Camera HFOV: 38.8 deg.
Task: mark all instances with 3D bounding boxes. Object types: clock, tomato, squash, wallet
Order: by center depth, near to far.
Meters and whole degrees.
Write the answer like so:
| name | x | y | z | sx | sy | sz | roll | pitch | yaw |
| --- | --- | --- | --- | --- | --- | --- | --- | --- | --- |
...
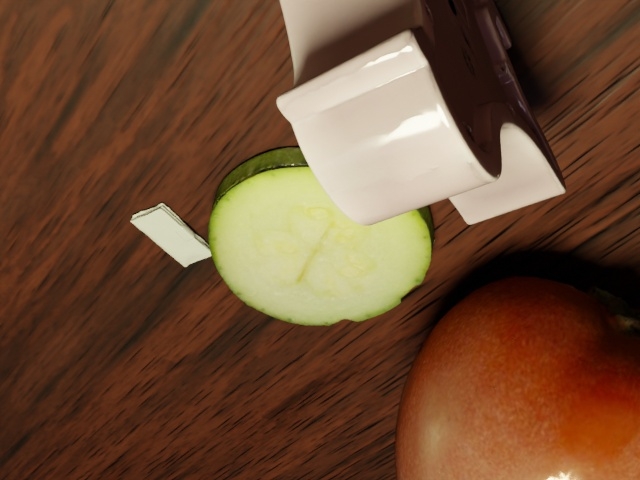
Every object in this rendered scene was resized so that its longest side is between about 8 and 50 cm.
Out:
| name | x | y | z | sx | sy | sz | roll | pitch | yaw |
| --- | --- | --- | --- | --- | --- | --- | --- | --- | --- |
| clock | 0.072 | -0.096 | 0.572 | 0.080 | 0.275 | 0.290 | -22 | 136 | 24 |
| tomato | 0.219 | 0.197 | 0.859 | 0.321 | 0.321 | 0.321 | 4 | 139 | 3 |
| squash | 0.000 | -0.003 | 0.871 | 0.219 | 0.041 | 0.219 | 2 | 135 | 3 |
| wallet | -0.147 | -0.004 | 0.903 | 0.044 | 0.011 | 0.083 | -21 | 132 | 28 |
